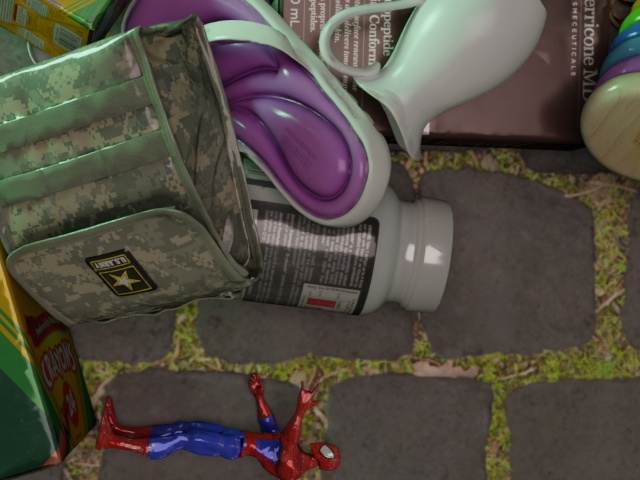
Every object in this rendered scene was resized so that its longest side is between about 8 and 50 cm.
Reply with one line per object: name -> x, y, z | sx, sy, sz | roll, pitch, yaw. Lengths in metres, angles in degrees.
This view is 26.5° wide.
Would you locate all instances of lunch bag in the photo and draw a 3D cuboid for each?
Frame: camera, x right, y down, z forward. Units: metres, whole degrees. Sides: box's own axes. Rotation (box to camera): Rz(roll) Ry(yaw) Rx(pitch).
lunch bag -> -0.206, -0.054, 1.383 | 0.235, 0.169, 0.287 | -14, 100, 24

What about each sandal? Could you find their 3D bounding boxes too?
sandal -> -0.089, -0.167, 1.446 | 0.416, 0.102, 0.169 | 37, 111, 31

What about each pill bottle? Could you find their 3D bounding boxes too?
pill bottle -> 0.000, 0.000, 1.540 | 0.278, 0.162, 0.162 | 9, 90, -6

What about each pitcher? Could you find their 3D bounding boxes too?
pitcher -> 0.118, -0.214, 1.430 | 0.207, 0.125, 0.178 | -43, 109, 4

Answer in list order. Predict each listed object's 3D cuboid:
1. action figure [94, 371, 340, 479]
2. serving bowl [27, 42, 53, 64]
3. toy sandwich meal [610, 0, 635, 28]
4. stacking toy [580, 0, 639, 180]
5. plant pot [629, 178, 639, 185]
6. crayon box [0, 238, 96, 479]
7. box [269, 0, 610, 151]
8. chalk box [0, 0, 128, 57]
action figure -> -0.106, 0.198, 1.567 | 0.280, 0.091, 0.139 | 13, 99, -7
serving bowl -> -0.294, -0.226, 1.567 | 0.083, 0.027, 0.083 | 0, 91, -6
toy sandwich meal -> 0.385, -0.292, 1.644 | 0.085, 0.029, 0.086 | 0, 91, -7
stacking toy -> 0.385, -0.222, 1.518 | 0.141, 0.141, 0.330 | 28, 50, -7
plant pot -> 0.531, -0.125, 1.570 | 0.254, 0.276, 0.276 | 29, 88, -19
crayon box -> -0.340, 0.081, 1.479 | 0.081, 0.202, 0.319 | -16, 94, 3
box -> 0.131, -0.204, 1.565 | 0.381, 0.143, 0.191 | 1, 91, -8
chalk box -> -0.262, -0.321, 1.504 | 0.132, 0.132, 0.213 | 29, 69, -6
